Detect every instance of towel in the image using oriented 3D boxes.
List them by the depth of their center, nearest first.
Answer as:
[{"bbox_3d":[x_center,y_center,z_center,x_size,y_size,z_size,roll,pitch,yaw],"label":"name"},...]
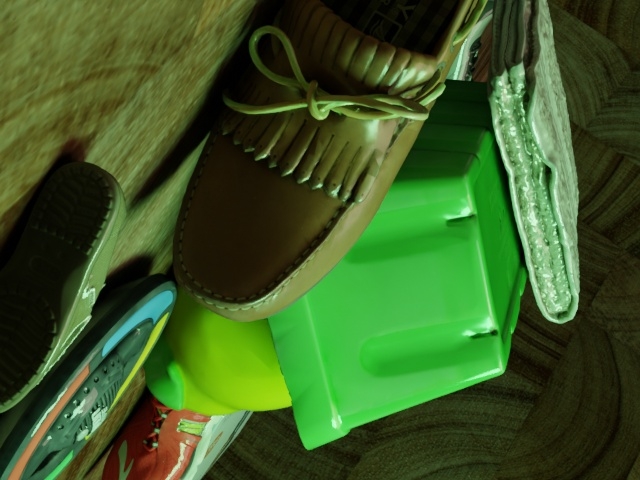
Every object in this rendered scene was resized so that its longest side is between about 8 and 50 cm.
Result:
[{"bbox_3d":[0.197,-0.086,1.049,0.187,0.049,0.282,-77,154,-44],"label":"towel"}]

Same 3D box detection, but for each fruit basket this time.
[{"bbox_3d":[-0.009,0.016,1.045,0.392,0.392,0.282,-46,127,-60],"label":"fruit basket"}]

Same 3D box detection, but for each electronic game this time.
[{"bbox_3d":[-0.184,0.121,0.897,0.229,0.048,0.229,-54,175,-6],"label":"electronic game"}]

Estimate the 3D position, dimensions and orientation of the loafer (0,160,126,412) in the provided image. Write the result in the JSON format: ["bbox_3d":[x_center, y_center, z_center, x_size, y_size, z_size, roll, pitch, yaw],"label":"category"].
[{"bbox_3d":[-0.141,0.027,0.617,0.148,0.056,0.050,-56,169,11],"label":"loafer"}]

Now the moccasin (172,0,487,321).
[{"bbox_3d":[0.026,-0.118,0.774,0.380,0.139,0.147,-52,169,-3],"label":"moccasin"}]

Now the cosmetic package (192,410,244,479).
[{"bbox_3d":[-0.158,0.237,1.664,0.284,0.097,0.377,-60,173,27],"label":"cosmetic package"}]

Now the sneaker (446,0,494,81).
[{"bbox_3d":[0.187,-0.235,1.683,0.271,0.108,0.100,-59,172,30],"label":"sneaker"}]

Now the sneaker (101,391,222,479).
[{"bbox_3d":[-0.171,0.188,1.350,0.279,0.107,0.118,-57,157,-12],"label":"sneaker"}]
